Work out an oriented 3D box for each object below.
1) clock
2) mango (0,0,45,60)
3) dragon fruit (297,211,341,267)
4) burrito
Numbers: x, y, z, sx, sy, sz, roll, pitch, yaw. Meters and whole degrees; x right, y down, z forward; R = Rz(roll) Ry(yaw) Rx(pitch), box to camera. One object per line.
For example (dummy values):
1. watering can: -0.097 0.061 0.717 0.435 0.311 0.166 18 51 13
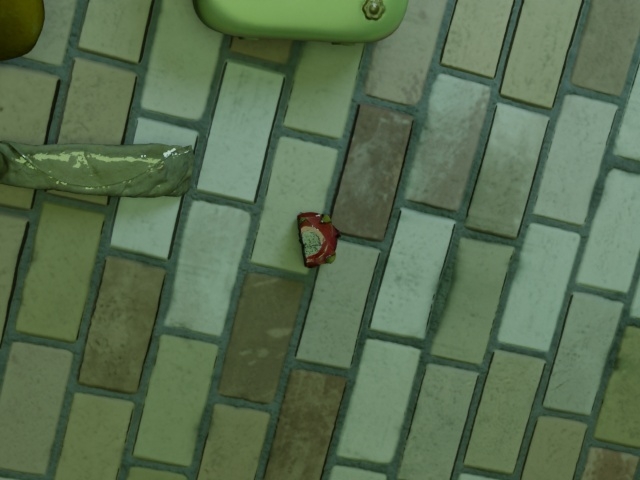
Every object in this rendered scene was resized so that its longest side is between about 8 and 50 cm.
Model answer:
1. clock: -0.021 -0.437 1.569 0.286 0.117 0.349 2 99 -12
2. mango: -0.501 -0.338 1.434 0.365 0.253 0.182 35 50 -23
3. dragon fruit: 0.000 0.000 1.686 0.060 0.056 0.083 -9 101 -9
4. burrito: -0.308 -0.101 1.603 0.275 0.059 0.082 3 114 -12
